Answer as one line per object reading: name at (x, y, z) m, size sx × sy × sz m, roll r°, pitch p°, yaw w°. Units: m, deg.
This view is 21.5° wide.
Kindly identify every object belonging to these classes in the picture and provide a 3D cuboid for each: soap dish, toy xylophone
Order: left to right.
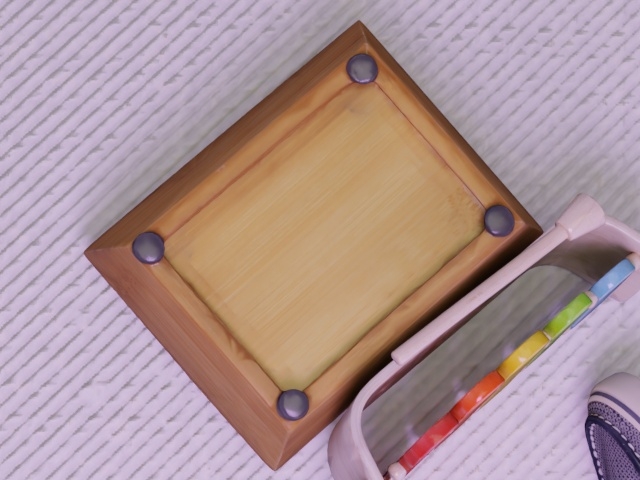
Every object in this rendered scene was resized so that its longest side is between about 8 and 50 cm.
soap dish at (0.000, 0.000, 1.306) m, size 0.291 × 0.118 × 0.229 m, roll -41°, pitch 91°, yaw -7°
toy xylophone at (0.126, 0.083, 1.262) m, size 0.323 × 0.236 × 0.081 m, roll -40°, pitch 81°, yaw -10°

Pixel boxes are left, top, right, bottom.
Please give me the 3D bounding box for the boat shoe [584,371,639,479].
boat shoe at (0.260, 0.283, 1.307) m, size 0.158 × 0.127 × 0.340 m, roll -29°, pitch 90°, yaw -16°
